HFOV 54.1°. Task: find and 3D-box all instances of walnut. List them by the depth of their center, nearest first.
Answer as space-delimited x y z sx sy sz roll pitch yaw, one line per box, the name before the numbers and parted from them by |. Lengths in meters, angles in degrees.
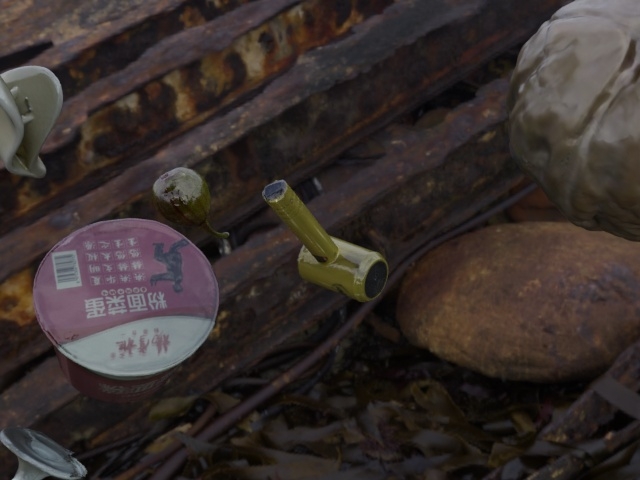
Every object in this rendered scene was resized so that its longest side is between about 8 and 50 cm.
walnut | 0.222 -0.079 0.440 0.178 0.230 0.178 -10 69 27

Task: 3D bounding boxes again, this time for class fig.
fig | -0.275 -0.060 1.388 0.124 0.236 0.124 -16 46 18

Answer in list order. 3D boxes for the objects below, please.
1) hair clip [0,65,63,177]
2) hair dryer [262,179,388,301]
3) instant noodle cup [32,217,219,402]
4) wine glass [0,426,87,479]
hair clip | -0.518 -0.206 1.048 0.113 0.172 0.282 -29 5 -39
hair dryer | 0.000 0.000 0.984 0.135 0.278 0.090 20 71 36
instant noodle cup | -0.271 0.111 0.878 0.235 0.178 0.234 11 53 -15
wine glass | -0.399 0.356 0.748 0.127 0.126 0.241 20 73 37
